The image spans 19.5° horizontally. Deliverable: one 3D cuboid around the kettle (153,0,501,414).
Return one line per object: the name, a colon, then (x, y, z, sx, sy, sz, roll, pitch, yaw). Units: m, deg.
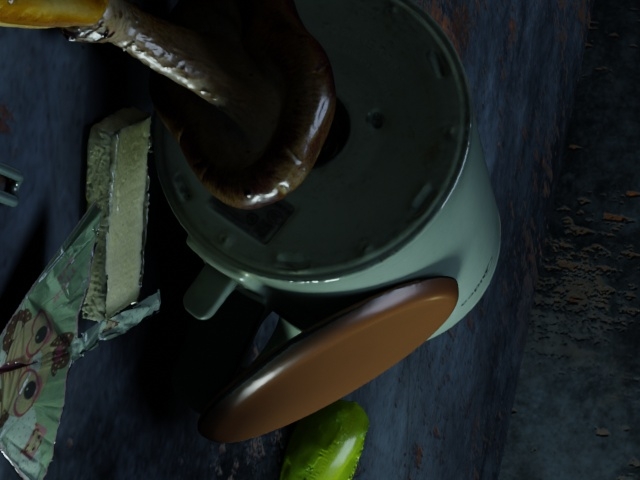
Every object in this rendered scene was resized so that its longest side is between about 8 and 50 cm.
kettle: (0.000, 0.000, 1.602, 0.361, 0.250, 0.376, -58, 163, -6)

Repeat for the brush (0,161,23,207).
brush: (-0.228, -0.052, 1.110, 0.266, 0.027, 0.062, 27, 73, -73)

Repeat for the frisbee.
frisbee: (0.010, 0.103, 1.560, 0.021, 0.251, 0.251, 59, 9, 15)

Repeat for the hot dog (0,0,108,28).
hot dog: (-0.188, -0.179, 1.109, 0.249, 0.068, 0.100, -8, 116, -71)

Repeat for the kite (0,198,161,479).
kite: (-0.178, 0.077, 1.324, 0.250, 0.012, 0.229, -22, 129, -61)

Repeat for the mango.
mango: (-0.007, 0.237, 1.929, 0.165, 0.074, 0.091, -60, 162, -22)

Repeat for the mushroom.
mushroom: (-0.107, -0.145, 1.329, 0.217, 0.227, 0.148, 27, 105, -38)

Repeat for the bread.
bread: (-0.152, -0.018, 1.382, 0.068, 0.028, 0.153, -41, 138, -65)
